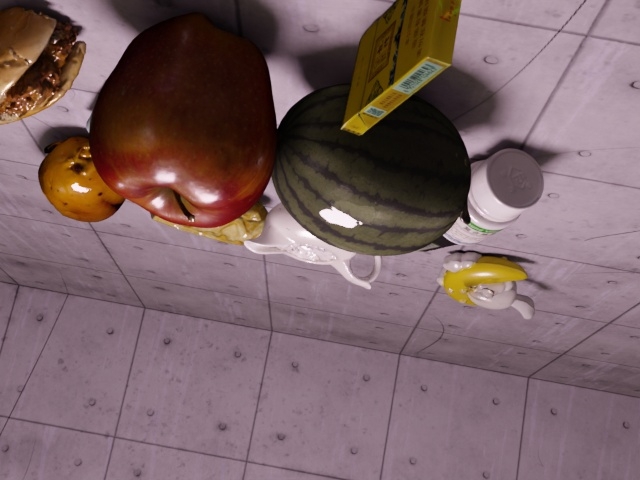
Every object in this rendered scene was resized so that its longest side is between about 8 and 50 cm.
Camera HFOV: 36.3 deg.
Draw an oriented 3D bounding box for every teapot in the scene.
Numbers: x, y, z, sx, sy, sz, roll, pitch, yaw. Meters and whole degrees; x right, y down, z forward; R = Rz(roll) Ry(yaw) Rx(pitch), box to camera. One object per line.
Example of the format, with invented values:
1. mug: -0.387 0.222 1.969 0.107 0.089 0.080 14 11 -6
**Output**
1. teapot: 0.000 0.000 2.068 0.299 0.166 0.208 26 148 -12

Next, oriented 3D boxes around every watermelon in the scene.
1. watermelon: 0.095 -0.112 1.606 0.359 0.279 0.279 11 164 -21

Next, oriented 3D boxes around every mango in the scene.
1. mango: -0.519 -0.131 2.133 0.201 0.153 0.287 5 166 -10

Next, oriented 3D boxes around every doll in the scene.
1. doll: 0.414 0.108 2.426 0.252 0.111 0.237 8 148 12

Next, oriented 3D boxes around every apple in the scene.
1. apple: -0.207 -0.177 1.508 0.288 0.317 0.288 7 163 2

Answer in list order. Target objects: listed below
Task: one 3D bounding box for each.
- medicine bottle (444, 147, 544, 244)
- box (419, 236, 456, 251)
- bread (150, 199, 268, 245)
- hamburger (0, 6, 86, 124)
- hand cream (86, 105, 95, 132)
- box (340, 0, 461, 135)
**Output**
1. medicine bottle: 0.311 -0.080 1.818 0.139 0.139 0.237 15 162 -14
2. box: 0.140 -0.060 2.129 0.350 0.058 0.211 19 163 -27
3. bread: -0.241 -0.070 2.209 0.267 0.130 0.152 19 -162 -26
4. hamburger: -0.518 -0.280 1.634 0.155 0.245 0.282 31 110 -38
5. hand cream: -0.401 -0.252 1.864 0.076 0.047 0.174 19 153 -25
6. box: 0.109 -0.258 1.326 0.040 0.153 0.279 16 162 -18
